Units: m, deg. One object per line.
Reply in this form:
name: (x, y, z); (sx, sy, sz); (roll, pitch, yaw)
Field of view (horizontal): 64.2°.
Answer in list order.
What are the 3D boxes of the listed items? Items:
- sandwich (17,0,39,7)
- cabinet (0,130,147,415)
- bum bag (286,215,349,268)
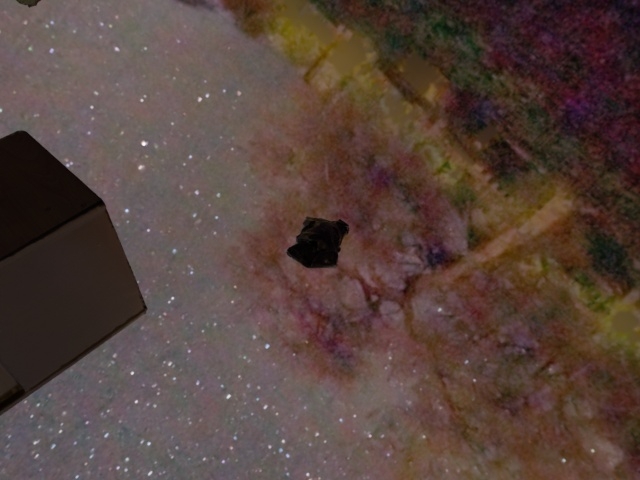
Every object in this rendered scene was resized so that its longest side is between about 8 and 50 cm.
sandwich: (-0.099, -0.187, 0.160); (0.063, 0.245, 0.212); (66, -162, -2)
cabinet: (-0.310, 0.040, 0.468); (0.148, 0.215, 0.174); (36, 147, 25)
bum bag: (-0.001, 0.000, 1.090); (0.102, 0.069, 0.248); (4, -161, 9)
